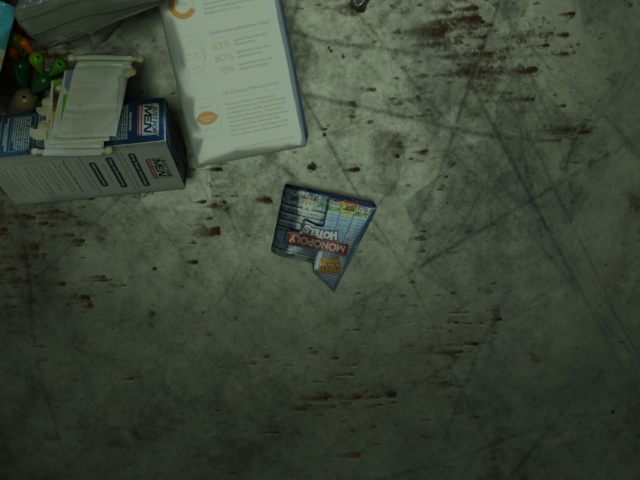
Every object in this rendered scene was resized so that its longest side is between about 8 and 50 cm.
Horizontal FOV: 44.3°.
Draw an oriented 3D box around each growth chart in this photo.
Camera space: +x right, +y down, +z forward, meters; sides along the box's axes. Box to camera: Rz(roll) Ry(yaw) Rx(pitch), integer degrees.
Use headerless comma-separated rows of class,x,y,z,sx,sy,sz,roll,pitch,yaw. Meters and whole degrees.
growth chart,-0.433,-0.252,1.444,0.171,0.021,0.237,7,67,7

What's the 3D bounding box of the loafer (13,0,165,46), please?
loafer,-0.396,-0.413,1.402,0.319,0.112,0.111,-2,140,26

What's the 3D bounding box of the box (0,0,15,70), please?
box,-0.638,-0.328,1.438,0.100,0.060,0.244,16,71,-29

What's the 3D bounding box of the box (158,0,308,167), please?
box,-0.160,-0.335,1.488,0.214,0.168,0.346,-10,103,3

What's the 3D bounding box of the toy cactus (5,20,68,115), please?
toy cactus,-0.553,-0.306,1.545,0.180,0.112,0.219,-36,103,27

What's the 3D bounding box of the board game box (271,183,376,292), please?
board game box,0.000,0.000,1.620,0.194,0.060,0.194,11,102,-2

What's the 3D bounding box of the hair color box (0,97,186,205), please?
hair color box,-0.447,-0.168,1.517,0.347,0.174,0.105,-5,63,1

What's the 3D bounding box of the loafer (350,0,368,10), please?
loafer,0.095,-0.504,1.513,0.045,0.039,0.125,22,102,-4
